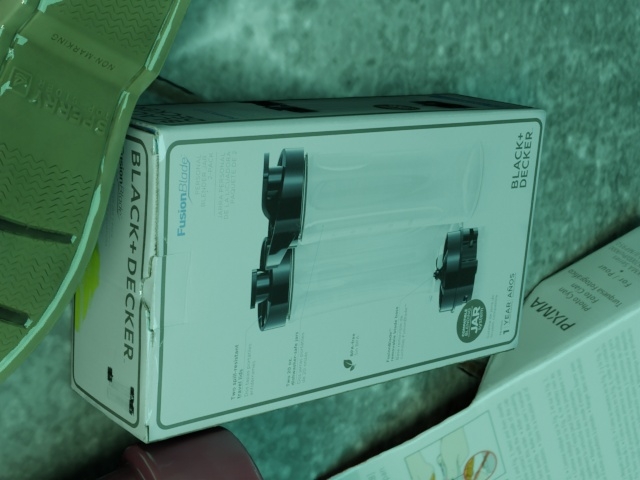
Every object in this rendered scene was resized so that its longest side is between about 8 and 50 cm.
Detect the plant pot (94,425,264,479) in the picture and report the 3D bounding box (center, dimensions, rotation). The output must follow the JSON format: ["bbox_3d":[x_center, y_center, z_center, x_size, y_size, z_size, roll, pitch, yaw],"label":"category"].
[{"bbox_3d":[-0.116,0.214,0.582,0.180,0.201,0.201,-11,112,-21],"label":"plant pot"}]

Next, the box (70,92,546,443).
[{"bbox_3d":[0.000,0.000,0.667,0.290,0.087,0.169,-10,110,-39],"label":"box"}]

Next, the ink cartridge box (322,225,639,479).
[{"bbox_3d":[0.189,0.193,0.918,0.385,0.091,0.308,-27,122,-12],"label":"ink cartridge box"}]

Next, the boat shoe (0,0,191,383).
[{"bbox_3d":[-0.157,-0.046,0.507,0.113,0.103,0.302,38,78,-43],"label":"boat shoe"}]
